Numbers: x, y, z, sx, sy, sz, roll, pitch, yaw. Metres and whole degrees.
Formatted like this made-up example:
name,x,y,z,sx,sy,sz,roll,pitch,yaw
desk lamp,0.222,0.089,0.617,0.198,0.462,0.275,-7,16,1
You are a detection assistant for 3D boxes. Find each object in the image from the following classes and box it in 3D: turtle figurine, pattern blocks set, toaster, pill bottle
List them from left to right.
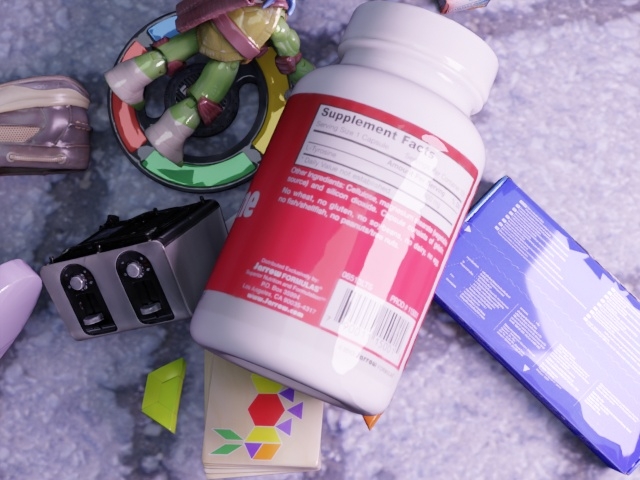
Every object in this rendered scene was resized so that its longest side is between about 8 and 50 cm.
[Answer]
name,x,y,z,sx,sy,sz,roll,pitch,yaw
toaster,-0.198,0.030,1.384,0.168,0.185,0.110,-12,105,24
turtle figurine,-0.097,-0.218,1.417,0.266,0.274,0.198,-38,109,8
pattern blocks set,-0.063,0.184,1.390,0.286,0.026,0.324,8,66,14
pill bottle,0.038,-0.038,1.303,0.229,0.229,0.407,23,80,0

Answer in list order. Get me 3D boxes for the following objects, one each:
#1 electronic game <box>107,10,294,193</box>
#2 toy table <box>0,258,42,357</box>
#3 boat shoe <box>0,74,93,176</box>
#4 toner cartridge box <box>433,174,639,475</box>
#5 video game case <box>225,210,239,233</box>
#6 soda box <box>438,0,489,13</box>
name,x,y,z,sx,sy,sz,roll,pitch,yaw
electronic game,-0.144,-0.171,1.479,0.229,0.048,0.229,0,86,-2
toy table,-0.444,0.080,1.353,0.161,0.252,0.274,44,107,9
boat shoe,-0.440,-0.098,1.424,0.356,0.132,0.130,-13,86,-1
toner cartridge box,0.287,0.101,1.459,0.348,0.075,0.165,44,85,1
video game case,0.000,0.000,1.458,0.190,0.022,0.173,-35,88,13
soda box,0.164,-0.376,1.498,0.063,0.058,0.183,-11,87,-2
